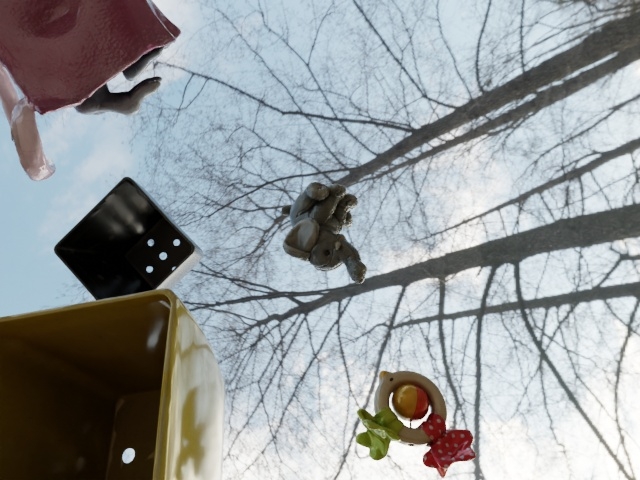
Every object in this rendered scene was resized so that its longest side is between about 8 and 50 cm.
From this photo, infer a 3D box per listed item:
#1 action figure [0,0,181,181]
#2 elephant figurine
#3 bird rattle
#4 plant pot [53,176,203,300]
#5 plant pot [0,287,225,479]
[{"bbox_3d":[-0.292,-0.278,0.393,0.275,0.248,0.370,-50,-52,-13],"label":"action figure"},{"bbox_3d":[0.000,0.000,1.057,0.169,0.186,0.239,11,-118,-13],"label":"elephant figurine"},{"bbox_3d":[0.204,0.381,1.020,0.254,0.143,0.207,6,-128,4],"label":"bird rattle"},{"bbox_3d":[-0.332,0.022,0.891,0.188,0.167,0.187,-45,-98,1],"label":"plant pot"},{"bbox_3d":[-0.194,0.191,0.445,0.212,0.187,0.212,-11,-120,11],"label":"plant pot"}]
